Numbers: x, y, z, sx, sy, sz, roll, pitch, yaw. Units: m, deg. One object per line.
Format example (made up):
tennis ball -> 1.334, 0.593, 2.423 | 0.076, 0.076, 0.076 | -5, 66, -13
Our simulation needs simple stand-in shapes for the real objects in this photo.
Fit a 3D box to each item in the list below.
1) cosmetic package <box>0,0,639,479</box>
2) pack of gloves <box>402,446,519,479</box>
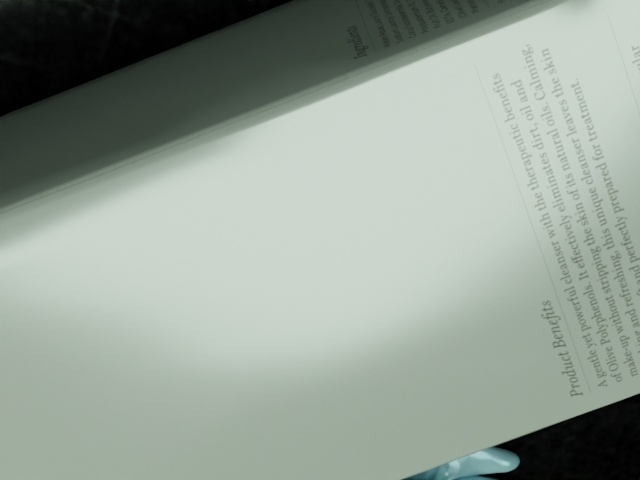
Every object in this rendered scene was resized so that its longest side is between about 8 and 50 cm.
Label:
cosmetic package -> 0.000, 0.000, 0.666 | 0.366, 0.155, 0.197 | -19, 114, 5
pack of gloves -> 0.028, 0.102, 0.807 | 0.232, 0.046, 0.195 | 9, 120, -13
